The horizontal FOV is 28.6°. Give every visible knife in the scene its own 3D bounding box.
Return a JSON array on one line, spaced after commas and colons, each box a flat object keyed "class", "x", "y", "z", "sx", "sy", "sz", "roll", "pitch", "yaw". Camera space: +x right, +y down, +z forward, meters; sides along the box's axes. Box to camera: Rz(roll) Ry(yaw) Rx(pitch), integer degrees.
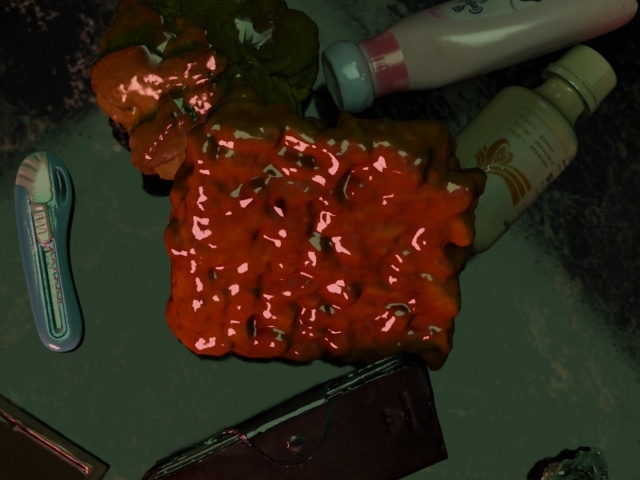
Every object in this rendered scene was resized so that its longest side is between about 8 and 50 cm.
[{"class": "knife", "x": -0.294, "y": 0.011, "z": 1.363, "sx": 0.064, "sy": 0.031, "sz": 0.222, "roll": -8, "pitch": 83, "yaw": -8}]

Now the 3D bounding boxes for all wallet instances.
[{"class": "wallet", "x": -0.021, "y": 0.231, "z": 1.298, "sx": 0.318, "sy": 0.172, "sz": 0.045, "roll": -22, "pitch": 40, "yaw": -8}]

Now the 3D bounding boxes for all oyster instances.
[{"class": "oyster", "x": 0.270, "y": 0.275, "z": 1.367, "sx": 0.100, "sy": 0.037, "sz": 0.098, "roll": -6, "pitch": 101, "yaw": -25}]

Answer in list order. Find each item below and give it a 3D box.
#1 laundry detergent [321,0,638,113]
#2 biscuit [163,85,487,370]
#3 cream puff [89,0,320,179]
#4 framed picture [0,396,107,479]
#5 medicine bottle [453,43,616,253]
[{"class": "laundry detergent", "x": 0.166, "y": -0.225, "z": 1.364, "sx": 0.335, "sy": 0.159, "sz": 0.088, "roll": -19, "pitch": 108, "yaw": -7}, {"class": "biscuit", "x": 0.000, "y": 0.000, "z": 1.270, "sx": 0.312, "sy": 0.110, "sz": 0.318, "roll": 5, "pitch": 123, "yaw": -4}, {"class": "cream puff", "x": -0.120, "y": -0.177, "z": 1.338, "sx": 0.244, "sy": 0.196, "sz": 0.244, "roll": 3, "pitch": 98, "yaw": 20}, {"class": "framed picture", "x": -0.424, "y": 0.239, "z": 1.280, "sx": 0.335, "sy": 0.022, "sz": 0.247, "roll": 32, "pitch": 57, "yaw": 1}, {"class": "medicine bottle", "x": 0.218, "y": -0.107, "z": 1.371, "sx": 0.114, "sy": 0.114, "sz": 0.252, "roll": 44, "pitch": 81, "yaw": 3}]
